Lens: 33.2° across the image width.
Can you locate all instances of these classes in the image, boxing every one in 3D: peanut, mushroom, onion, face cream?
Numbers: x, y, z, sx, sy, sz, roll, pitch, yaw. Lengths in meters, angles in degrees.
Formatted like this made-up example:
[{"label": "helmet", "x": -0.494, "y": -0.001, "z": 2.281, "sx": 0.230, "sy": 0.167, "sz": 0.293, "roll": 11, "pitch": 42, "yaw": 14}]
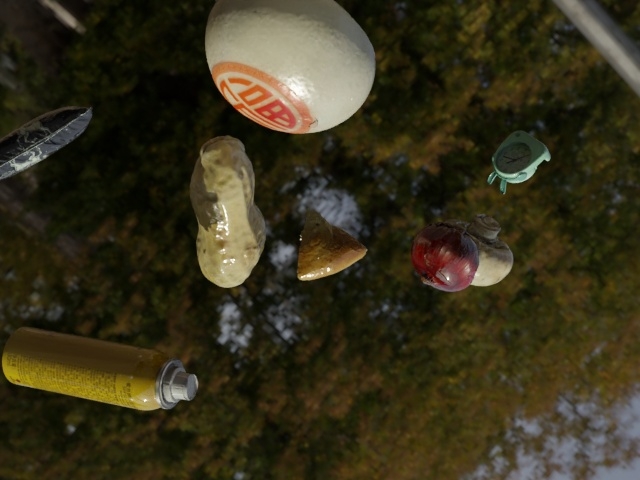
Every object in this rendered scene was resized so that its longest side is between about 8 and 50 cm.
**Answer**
[{"label": "peanut", "x": -0.163, "y": -0.049, "z": 1.879, "sx": 0.130, "sy": 0.290, "sz": 0.130, "roll": -3, "pitch": -146, "yaw": 2}, {"label": "mushroom", "x": 0.299, "y": 0.015, "z": 2.105, "sx": 0.166, "sy": 0.166, "sz": 0.127, "roll": -101, "pitch": -152, "yaw": -66}, {"label": "onion", "x": 0.219, "y": 0.030, "z": 1.889, "sx": 0.131, "sy": 0.131, "sz": 0.131, "roll": -41, "pitch": -159, "yaw": 19}, {"label": "face cream", "x": -0.367, "y": 0.220, "z": 1.809, "sx": 0.349, "sy": 0.105, "sz": 0.105, "roll": 7, "pitch": -131, "yaw": 23}]

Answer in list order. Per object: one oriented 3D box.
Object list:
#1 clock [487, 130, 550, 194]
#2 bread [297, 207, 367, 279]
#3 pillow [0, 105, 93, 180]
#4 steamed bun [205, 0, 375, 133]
[{"label": "clock", "x": 0.413, "y": -0.165, "z": 2.283, "sx": 0.135, "sy": 0.041, "sz": 0.101, "roll": -45, "pitch": -130, "yaw": -1}, {"label": "bread", "x": -0.003, "y": 0.024, "z": 2.195, "sx": 0.136, "sy": 0.154, "sz": 0.054, "roll": -53, "pitch": 165, "yaw": -3}, {"label": "pillow", "x": -0.410, "y": -0.128, "z": 1.472, "sx": 0.208, "sy": 0.055, "sz": 0.141, "roll": -32, "pitch": -162, "yaw": -15}, {"label": "steamed bun", "x": -0.060, "y": -0.273, "z": 1.680, "sx": 0.283, "sy": 0.283, "sz": 0.177, "roll": -8, "pitch": -131, "yaw": 61}]
